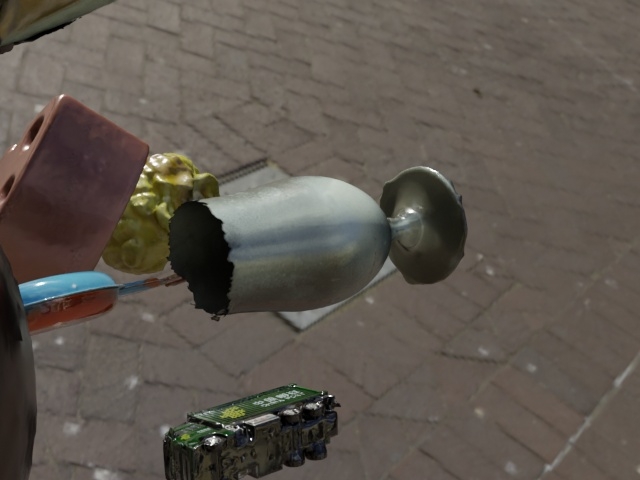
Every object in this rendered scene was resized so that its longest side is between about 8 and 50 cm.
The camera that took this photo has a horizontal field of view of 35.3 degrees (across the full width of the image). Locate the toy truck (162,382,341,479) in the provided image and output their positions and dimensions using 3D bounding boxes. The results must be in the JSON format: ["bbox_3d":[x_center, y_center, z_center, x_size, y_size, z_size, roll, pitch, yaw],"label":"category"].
[{"bbox_3d":[-0.094,0.267,1.355,0.259,0.088,0.121,-10,11,-41],"label":"toy truck"}]

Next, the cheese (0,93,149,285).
[{"bbox_3d":[-0.268,-0.054,1.058,0.128,0.177,0.203,33,13,-27],"label":"cheese"}]

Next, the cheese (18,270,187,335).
[{"bbox_3d":[-0.179,0.045,0.775,0.256,0.106,0.037,-8,82,-66],"label":"cheese"}]

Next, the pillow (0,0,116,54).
[{"bbox_3d":[-0.214,-0.325,0.939,0.312,0.119,0.310,-26,52,-13],"label":"pillow"}]

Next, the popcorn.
[{"bbox_3d":[-0.257,-0.046,1.597,0.217,0.181,0.235,-9,17,38],"label":"popcorn"}]

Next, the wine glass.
[{"bbox_3d":[0.000,0.000,0.738,0.222,0.103,0.103,-7,44,-39],"label":"wine glass"}]

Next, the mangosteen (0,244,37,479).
[{"bbox_3d":[-0.266,0.055,0.313,0.347,0.307,0.307,30,34,-1],"label":"mangosteen"}]
